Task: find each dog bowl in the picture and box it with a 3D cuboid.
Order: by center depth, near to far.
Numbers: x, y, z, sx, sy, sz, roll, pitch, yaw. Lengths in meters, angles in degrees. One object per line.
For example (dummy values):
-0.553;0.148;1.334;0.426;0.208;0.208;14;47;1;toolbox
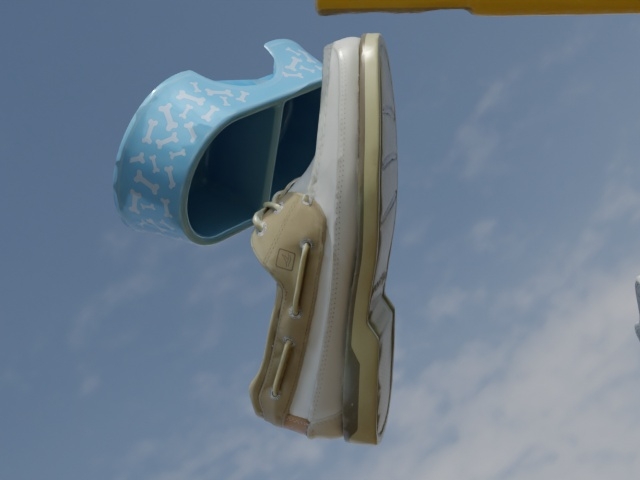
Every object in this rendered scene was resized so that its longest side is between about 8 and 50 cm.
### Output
-0.072;-0.090;1.408;0.297;0.074;0.166;-27;-44;-48;dog bowl

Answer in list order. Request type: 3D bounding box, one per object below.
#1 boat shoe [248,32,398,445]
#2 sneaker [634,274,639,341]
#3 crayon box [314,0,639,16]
0.000;0.000;1.061;0.113;0.103;0.302;-29;-58;-76;boat shoe
0.421;0.087;1.562;0.151;0.094;0.256;-21;-28;1;sneaker
0.158;-0.179;0.465;0.083;0.323;0.203;-50;-41;-69;crayon box
